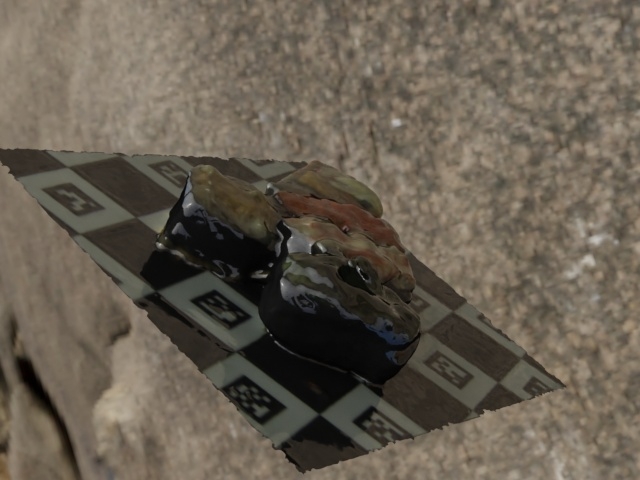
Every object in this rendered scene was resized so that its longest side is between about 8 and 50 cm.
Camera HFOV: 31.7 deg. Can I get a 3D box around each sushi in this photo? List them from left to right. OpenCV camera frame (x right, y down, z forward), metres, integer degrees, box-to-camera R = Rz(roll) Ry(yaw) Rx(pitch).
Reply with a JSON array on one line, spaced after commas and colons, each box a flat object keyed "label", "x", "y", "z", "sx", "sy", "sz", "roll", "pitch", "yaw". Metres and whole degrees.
[{"label": "sushi", "x": 0.000, "y": 0.000, "z": 0.783, "sx": 0.320, "sy": 0.339, "sz": 0.069, "roll": 42, "pitch": 116, "yaw": 29}]
